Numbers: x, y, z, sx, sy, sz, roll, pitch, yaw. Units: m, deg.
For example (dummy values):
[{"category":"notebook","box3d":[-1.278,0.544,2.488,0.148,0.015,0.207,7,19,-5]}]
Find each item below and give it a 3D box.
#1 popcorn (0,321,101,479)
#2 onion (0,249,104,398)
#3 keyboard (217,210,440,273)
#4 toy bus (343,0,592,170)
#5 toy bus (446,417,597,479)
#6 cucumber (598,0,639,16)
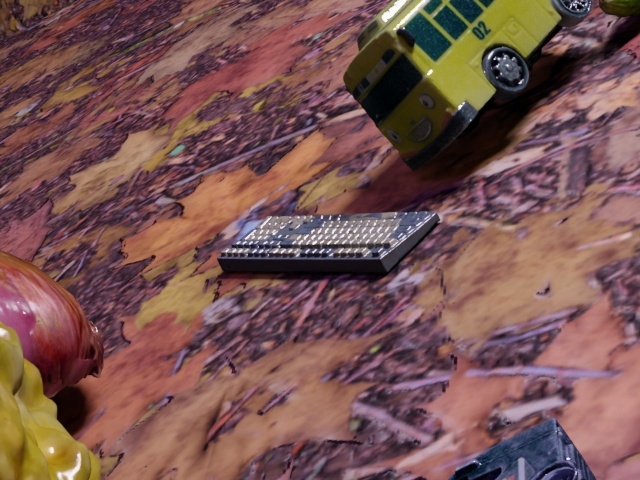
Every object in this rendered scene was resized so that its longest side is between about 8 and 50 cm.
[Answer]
[{"category":"popcorn","box3d":[-0.203,0.135,0.632,0.216,0.181,0.235,-34,15,-1]},{"category":"onion","box3d":[-0.249,0.063,0.849,0.230,0.163,0.230,-22,4,2]},{"category":"keyboard","box3d":[0.001,0.001,0.904,0.055,0.014,0.176,-39,22,-30]},{"category":"toy bus","box3d":[0.097,-0.136,0.933,0.175,0.101,0.088,-46,3,-30]},{"category":"toy bus","box3d":[0.069,0.127,0.464,0.065,0.047,0.166,-28,20,18]},{"category":"cucumber","box3d":[0.240,-0.193,0.982,0.168,0.039,0.039,-41,22,-32]}]
